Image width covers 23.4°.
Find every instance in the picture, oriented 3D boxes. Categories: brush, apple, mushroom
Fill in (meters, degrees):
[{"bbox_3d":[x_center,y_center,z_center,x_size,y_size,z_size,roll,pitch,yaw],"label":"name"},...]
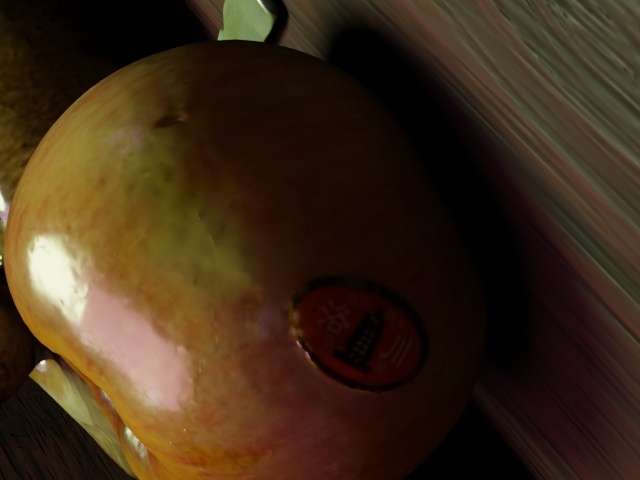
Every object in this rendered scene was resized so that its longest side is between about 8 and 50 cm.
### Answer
[{"bbox_3d":[-0.047,-0.090,0.756,0.178,0.030,0.033,124,126,-76],"label":"brush"},{"bbox_3d":[-0.030,0.020,0.626,0.209,0.164,0.209,54,167,18],"label":"apple"},{"bbox_3d":[-0.143,-0.008,0.942,0.345,0.239,0.345,174,90,-82],"label":"mushroom"}]

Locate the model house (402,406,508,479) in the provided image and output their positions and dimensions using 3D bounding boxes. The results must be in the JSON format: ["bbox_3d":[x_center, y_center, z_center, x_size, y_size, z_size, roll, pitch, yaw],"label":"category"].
[{"bbox_3d":[0.038,0.138,0.753,0.152,0.106,0.165,50,159,32],"label":"model house"}]
